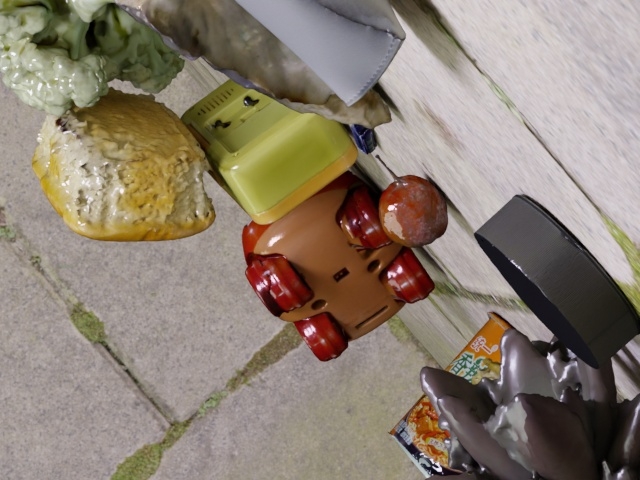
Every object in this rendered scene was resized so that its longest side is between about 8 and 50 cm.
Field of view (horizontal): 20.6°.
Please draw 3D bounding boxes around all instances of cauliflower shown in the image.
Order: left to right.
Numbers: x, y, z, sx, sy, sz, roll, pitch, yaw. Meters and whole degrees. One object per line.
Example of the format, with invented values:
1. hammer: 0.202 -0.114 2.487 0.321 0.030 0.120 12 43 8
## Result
1. cauliflower: -0.257 -0.261 1.816 0.327 0.260 0.281 24 -167 -27

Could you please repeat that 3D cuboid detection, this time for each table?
1. table: 0.169 0.030 1.264 0.133 0.043 0.133 48 177 3

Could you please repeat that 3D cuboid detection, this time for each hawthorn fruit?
1. hawthorn fruit: 0.077 -0.042 1.620 0.103 0.067 0.067 63 172 -22

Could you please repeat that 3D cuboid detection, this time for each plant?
1. plant: 0.208 0.208 1.428 0.320 0.194 0.181 57 -176 -20

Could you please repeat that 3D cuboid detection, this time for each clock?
1. clock: -0.059 -0.110 1.925 0.096 0.143 0.202 54 176 -30

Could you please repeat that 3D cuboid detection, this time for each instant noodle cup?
1. instant noodle cup: 0.199 0.222 1.981 0.230 0.182 0.230 50 177 4

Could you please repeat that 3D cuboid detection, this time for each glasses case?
1. glasses case: -0.063 -0.212 1.072 0.308 0.083 0.128 38 165 -14

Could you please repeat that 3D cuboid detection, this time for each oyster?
1. oyster: -0.075 -0.191 1.408 0.341 0.110 0.166 32 -162 -52

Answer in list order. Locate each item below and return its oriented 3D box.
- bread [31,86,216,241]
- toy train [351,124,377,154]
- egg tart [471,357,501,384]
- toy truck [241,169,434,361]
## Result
1. bread: -0.214 -0.082 1.899 0.174 0.121 0.245 3 -160 -25
2. toy train: 0.043 -0.102 1.729 0.017 0.017 0.083 46 177 13
3. egg tart: 0.243 0.194 1.724 0.241 0.106 0.241 46 176 4
4. toy truck: 0.000 0.000 2.165 0.265 0.189 0.239 53 -176 -48
